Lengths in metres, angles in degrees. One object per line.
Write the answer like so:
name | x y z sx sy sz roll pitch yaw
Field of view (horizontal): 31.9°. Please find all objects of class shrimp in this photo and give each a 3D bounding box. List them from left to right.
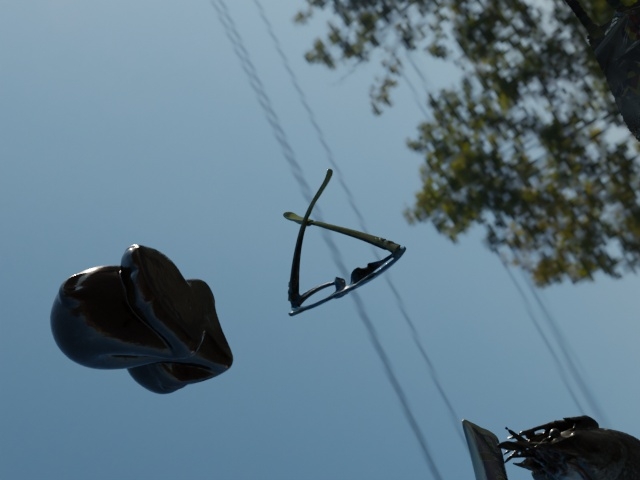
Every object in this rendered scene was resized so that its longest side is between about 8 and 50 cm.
shrimp | 0.334 0.313 1.418 0.372 0.137 0.172 10 -121 -34

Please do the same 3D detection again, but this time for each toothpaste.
toothpaste | 0.206 0.287 1.345 0.057 0.035 0.197 26 -153 -17

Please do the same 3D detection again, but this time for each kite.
kite | 0.294 -0.212 1.066 0.245 0.141 0.015 54 177 17

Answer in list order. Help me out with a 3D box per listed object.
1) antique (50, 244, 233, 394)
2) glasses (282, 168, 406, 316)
antique | -0.199 0.102 1.266 0.121 0.143 0.257 68 -168 24
glasses | 0.026 0.003 1.779 0.102 0.239 0.207 9 -115 -46
